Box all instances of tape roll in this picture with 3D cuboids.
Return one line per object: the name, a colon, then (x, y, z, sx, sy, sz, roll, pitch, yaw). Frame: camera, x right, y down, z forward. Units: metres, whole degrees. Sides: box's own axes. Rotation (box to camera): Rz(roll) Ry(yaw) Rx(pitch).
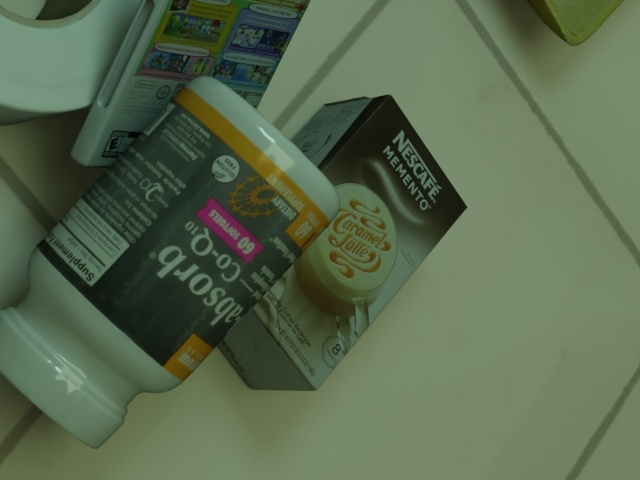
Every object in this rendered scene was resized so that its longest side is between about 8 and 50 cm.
tape roll: (-0.248, -0.234, 1.487, 0.286, 0.100, 0.286, 4, 83, -38)

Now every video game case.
video game case: (-0.099, -0.145, 1.538, 0.212, 0.023, 0.193, -1, 121, -61)

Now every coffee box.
coffee box: (0.000, 0.000, 1.664, 0.246, 0.098, 0.141, -50, 116, -30)

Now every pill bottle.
pill bottle: (-0.129, 0.019, 1.474, 0.278, 0.162, 0.162, -48, 118, -3)

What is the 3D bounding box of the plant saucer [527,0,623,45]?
plant saucer: (0.240, -0.414, 1.901, 0.333, 0.081, 0.333, -46, 114, -31)
